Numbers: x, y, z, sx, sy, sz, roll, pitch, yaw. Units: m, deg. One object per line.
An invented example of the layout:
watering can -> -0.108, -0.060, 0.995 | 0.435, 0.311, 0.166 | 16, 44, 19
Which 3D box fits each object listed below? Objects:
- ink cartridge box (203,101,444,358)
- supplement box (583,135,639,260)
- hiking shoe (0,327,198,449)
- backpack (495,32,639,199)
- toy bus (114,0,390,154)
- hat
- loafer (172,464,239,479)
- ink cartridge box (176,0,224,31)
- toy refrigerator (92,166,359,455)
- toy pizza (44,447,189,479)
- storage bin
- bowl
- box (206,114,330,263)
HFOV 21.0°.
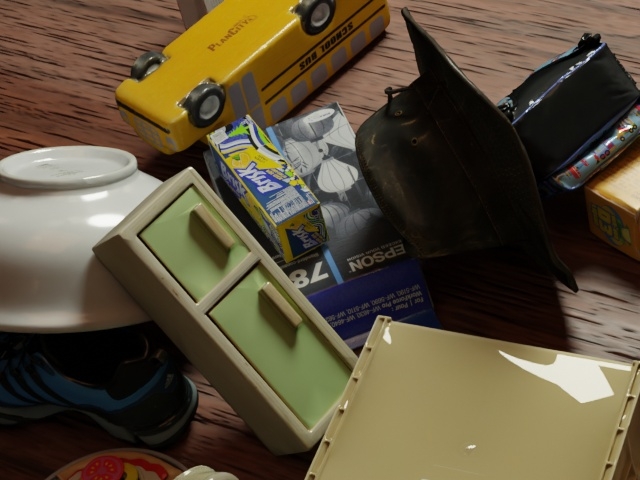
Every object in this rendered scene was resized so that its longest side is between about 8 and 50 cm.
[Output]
ink cartridge box -> 0.000, 0.000, 1.806 | 0.165, 0.065, 0.333 | -21, 48, -6
supplement box -> 0.374, -0.086, 1.774 | 0.080, 0.078, 0.233 | 32, 62, 35
hiking shoe -> -0.269, 0.115, 1.722 | 0.304, 0.132, 0.113 | 5, 50, 19
backpack -> 0.243, -0.120, 1.800 | 0.158, 0.173, 0.117 | -40, 93, -12
toy bus -> -0.073, -0.210, 1.967 | 0.108, 0.130, 0.332 | 31, 62, 34
hat -> 0.114, -0.062, 1.681 | 0.134, 0.331, 0.331 | -29, 47, -2
loafer -> -0.179, 0.286, 1.508 | 0.268, 0.102, 0.092 | -46, 57, 7
ink cartridge box -> -0.081, -0.327, 2.087 | 0.198, 0.115, 0.067 | -39, 50, -21
toy refrigerator -> -0.080, 0.069, 1.627 | 0.102, 0.269, 0.094 | -44, 9, -25
toy pizza -> -0.204, 0.274, 1.629 | 0.201, 0.032, 0.201 | -7, 47, 8
storage bin -> 0.139, 0.217, 1.531 | 0.262, 0.123, 0.260 | 10, 52, 22
bowl -> -0.252, -0.015, 1.745 | 0.297, 0.134, 0.298 | 0, 17, 0
box -> -0.055, -0.055, 1.786 | 0.054, 0.059, 0.169 | -27, 47, -11
